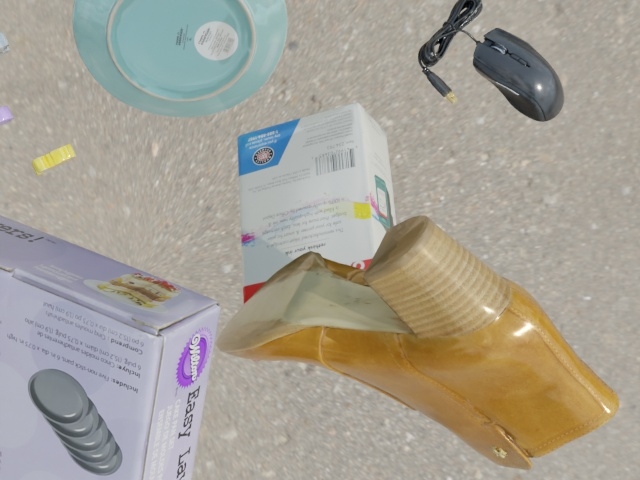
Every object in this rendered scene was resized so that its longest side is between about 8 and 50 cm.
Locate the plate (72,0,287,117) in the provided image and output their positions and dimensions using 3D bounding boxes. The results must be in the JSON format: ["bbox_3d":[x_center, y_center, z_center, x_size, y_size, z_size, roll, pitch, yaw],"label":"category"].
[{"bbox_3d":[-0.121,-0.180,0.832,0.188,0.024,0.188,-5,131,-5],"label":"plate"}]

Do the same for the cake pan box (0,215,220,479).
[{"bbox_3d":[-0.202,0.110,0.573,0.267,0.070,0.246,18,109,21],"label":"cake pan box"}]

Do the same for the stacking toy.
[{"bbox_3d":[-0.423,-0.123,1.112,0.221,0.052,0.167,-28,98,-13],"label":"stacking toy"}]

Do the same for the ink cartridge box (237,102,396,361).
[{"bbox_3d":[0.000,0.000,0.902,0.134,0.078,0.231,-13,66,21],"label":"ink cartridge box"}]

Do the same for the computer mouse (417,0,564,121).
[{"bbox_3d":[0.294,-0.283,1.616,0.262,0.060,0.184,45,74,-3],"label":"computer mouse"}]

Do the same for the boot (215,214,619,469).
[{"bbox_3d":[0.061,0.101,0.739,0.211,0.295,0.104,45,54,-16],"label":"boot"}]
